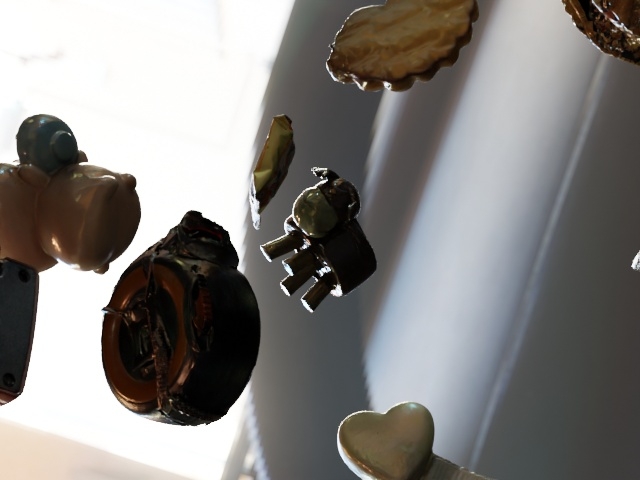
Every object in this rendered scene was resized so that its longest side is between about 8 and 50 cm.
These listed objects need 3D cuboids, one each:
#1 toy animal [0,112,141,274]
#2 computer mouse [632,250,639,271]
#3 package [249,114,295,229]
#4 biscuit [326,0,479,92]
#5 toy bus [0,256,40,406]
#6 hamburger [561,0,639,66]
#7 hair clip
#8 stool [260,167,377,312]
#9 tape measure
[{"bbox_3d":[-0.374,-0.038,2.454,0.229,0.221,0.210,-56,-11,23],"label":"toy animal"},{"bbox_3d":[0.407,0.002,1.958,0.099,0.057,0.172,-38,8,-18],"label":"computer mouse"},{"bbox_3d":[-0.058,-0.083,2.015,0.108,0.031,0.120,93,-164,-73],"label":"package"},{"bbox_3d":[0.093,-0.212,1.757,0.183,0.118,0.061,-48,-16,-14],"label":"biscuit"},{"bbox_3d":[-0.579,0.077,2.138,0.233,0.427,0.203,-29,48,47],"label":"toy bus"},{"bbox_3d":[0.340,-0.269,1.643,0.107,0.231,0.231,-9,61,71],"label":"hamburger"},{"bbox_3d":[0.117,0.287,2.120,0.159,0.218,0.071,-61,-6,-32],"label":"hair clip"},{"bbox_3d":[0.000,0.000,2.191,0.121,0.125,0.217,-33,-29,-16],"label":"stool"},{"bbox_3d":[-0.164,0.104,1.972,0.202,0.135,0.223,-45,48,31],"label":"tape measure"}]
